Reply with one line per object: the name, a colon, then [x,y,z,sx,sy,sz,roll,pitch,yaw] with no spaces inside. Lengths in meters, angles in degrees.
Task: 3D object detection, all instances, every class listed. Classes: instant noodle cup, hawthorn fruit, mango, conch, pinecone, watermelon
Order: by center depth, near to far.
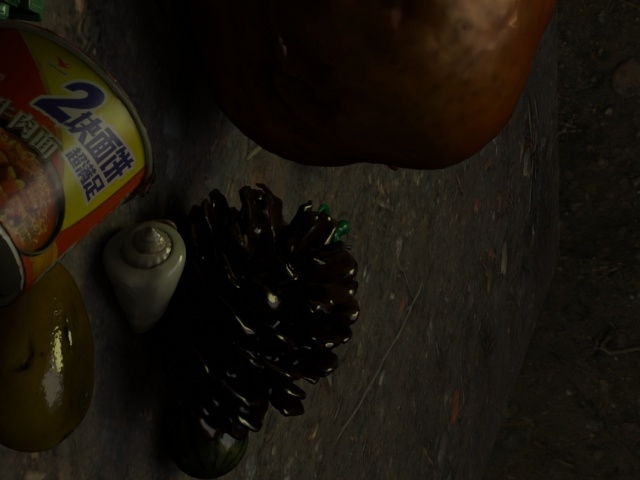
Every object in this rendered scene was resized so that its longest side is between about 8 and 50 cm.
instant noodle cup: [-0.275,-0.055,1.241,0.174,0.213,0.213,-56,149,-37]
mango: [-0.279,0.111,1.431,0.137,0.098,0.195,14,79,-67]
conch: [-0.193,0.039,1.657,0.176,0.094,0.104,78,-13,-53]
hawthorn fruit: [0.044,-0.301,1.697,0.472,0.472,0.471,7,90,-71]
pinecone: [-0.077,0.076,1.756,0.298,0.242,0.296,-96,-153,-52]
watermelon: [-0.144,0.239,1.857,0.105,0.105,0.133,63,26,-59]

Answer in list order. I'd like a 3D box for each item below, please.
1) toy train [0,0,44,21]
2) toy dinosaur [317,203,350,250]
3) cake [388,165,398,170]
toy train: [-0.282,-0.283,1.321,0.099,0.070,0.172,11,86,-78]
toy dinosaur: [0.000,0.000,2.256,0.096,0.059,0.132,-44,146,-53]
cake: [0.126,-0.258,2.130,0.158,0.160,0.262,-75,143,-72]
